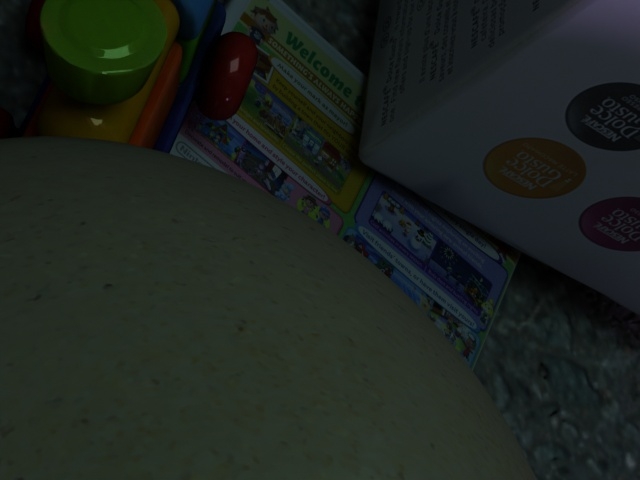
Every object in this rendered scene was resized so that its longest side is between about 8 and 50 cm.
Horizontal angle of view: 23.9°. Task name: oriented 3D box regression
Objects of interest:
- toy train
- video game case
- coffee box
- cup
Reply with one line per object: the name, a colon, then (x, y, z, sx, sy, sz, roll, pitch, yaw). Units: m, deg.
toy train: (-0.095, -0.043, 0.604, 0.105, 0.143, 0.248, 22, 57, -3)
video game case: (0.000, 0.000, 0.757, 0.212, 0.023, 0.193, 40, 53, -18)
coffee box: (0.262, -0.170, 0.808, 0.338, 0.334, 0.338, 27, 52, -26)
cup: (-0.050, 0.134, 0.450, 0.331, 0.237, 0.331, -2, 94, -24)
